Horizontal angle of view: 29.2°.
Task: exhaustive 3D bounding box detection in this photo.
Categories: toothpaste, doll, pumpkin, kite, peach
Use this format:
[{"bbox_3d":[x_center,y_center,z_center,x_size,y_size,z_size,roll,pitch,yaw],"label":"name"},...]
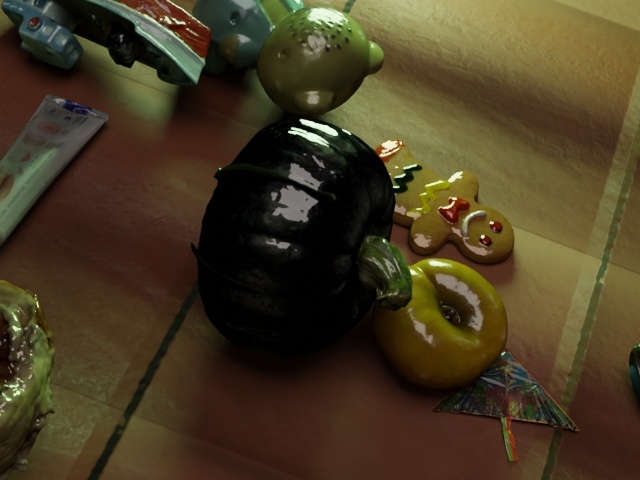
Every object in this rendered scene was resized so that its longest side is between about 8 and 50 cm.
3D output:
[{"bbox_3d":[-0.396,-0.087,1.638,0.100,0.066,0.323,18,47,9],"label":"toothpaste"},{"bbox_3d":[-0.049,-0.286,1.792,0.261,0.161,0.177,36,54,19],"label":"doll"},{"bbox_3d":[0.000,0.000,1.492,0.296,0.296,0.296,5,53,-7],"label":"pumpkin"},{"bbox_3d":[0.237,0.209,1.567,0.190,0.010,0.159,9,54,-2],"label":"kite"},{"bbox_3d":[0.150,0.103,1.560,0.179,0.103,0.179,11,55,-16],"label":"peach"}]

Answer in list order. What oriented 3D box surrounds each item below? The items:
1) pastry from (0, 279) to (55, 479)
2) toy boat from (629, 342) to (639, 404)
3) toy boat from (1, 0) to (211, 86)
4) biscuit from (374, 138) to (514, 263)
[{"bbox_3d":[-0.413,0.169,1.371,0.256,0.170,0.237,-2,45,21],"label":"pastry"},{"bbox_3d":[0.463,0.208,1.568,0.075,0.077,0.185,-30,64,-27],"label":"toy boat"},{"bbox_3d":[-0.307,-0.294,1.755,0.332,0.145,0.133,22,74,17],"label":"toy boat"},{"bbox_3d":[0.163,-0.051,1.733,0.250,0.036,0.165,32,55,13],"label":"biscuit"}]
